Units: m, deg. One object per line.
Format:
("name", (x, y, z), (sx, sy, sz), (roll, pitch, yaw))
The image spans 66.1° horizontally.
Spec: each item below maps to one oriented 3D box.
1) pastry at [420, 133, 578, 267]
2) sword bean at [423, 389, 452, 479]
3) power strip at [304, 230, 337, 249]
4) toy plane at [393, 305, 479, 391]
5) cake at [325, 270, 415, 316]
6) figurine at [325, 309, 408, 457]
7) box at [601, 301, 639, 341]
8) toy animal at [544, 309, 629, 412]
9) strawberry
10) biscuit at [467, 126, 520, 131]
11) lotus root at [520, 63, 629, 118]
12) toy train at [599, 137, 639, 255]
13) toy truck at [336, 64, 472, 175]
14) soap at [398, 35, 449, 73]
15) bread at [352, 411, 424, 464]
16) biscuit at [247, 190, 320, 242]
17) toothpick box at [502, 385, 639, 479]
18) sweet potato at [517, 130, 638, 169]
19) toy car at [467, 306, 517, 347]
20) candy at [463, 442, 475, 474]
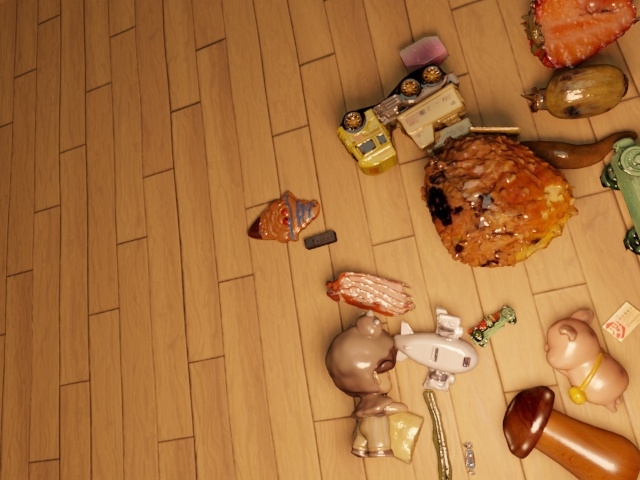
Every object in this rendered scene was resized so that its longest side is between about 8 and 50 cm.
("pastry", (0.461, -0.097, 1.348), (0.405, 0.292, 0.337), (35, 63, 14))
("sword bean", (0.331, 0.556, 1.380), (0.043, 0.038, 0.269), (-6, 73, -8))
("power strip", (0.000, 0.000, 1.639), (0.111, 0.029, 0.038), (-18, 72, 15))
("toy plane", (0.326, 0.310, 1.404), (0.244, 0.117, 0.245), (1, 94, 20))
("cake", (0.150, 0.162, 1.508), (0.287, 0.135, 0.098), (9, 65, 12))
("figurine", (0.123, 0.400, 1.367), (0.203, 0.248, 0.381), (-2, 66, -11))
("box", (0.805, 0.216, 1.306), (0.093, 0.015, 0.058), (-47, 65, 3))
("toy animal", (0.675, 0.317, 1.253), (0.149, 0.165, 0.248), (-35, 81, 35))
("strawberry", (0.751, -0.655, 1.480), (0.280, 0.150, 0.253), (-33, 87, 7))
("biscuit", (0.511, -0.317, 1.435), (0.139, 0.231, 0.016), (4, 99, 21))
("lotus root", (0.727, -0.422, 1.419), (0.278, 0.154, 0.154), (-2, 76, 22))
("toy train", (0.908, -0.117, 1.289), (0.237, 0.150, 0.369), (-12, 73, 8))
("toy truck", (0.269, -0.364, 1.560), (0.405, 0.180, 0.254), (-28, 76, 8))
("soap", (0.352, -0.625, 1.658), (0.149, 0.056, 0.100), (-25, 72, 13))
("bread", (0.194, 0.543, 1.417), (0.178, 0.060, 0.139), (16, 82, 23))
("biscuit", (-0.131, -0.073, 1.705), (0.280, 0.043, 0.183), (-19, 68, 11))
("toothpick box", (0.608, 0.494, 1.220), (0.294, 0.192, 0.192), (26, 86, 17))
("sweet potato", (0.729, -0.259, 1.420), (0.346, 0.079, 0.108), (-3, 63, 16))
("toy car", (0.486, 0.240, 1.385), (0.143, 0.073, 0.054), (-40, 50, 7))
("candy", (0.408, 0.598, 1.348), (0.030, 0.020, 0.083), (-5, 77, 19))
